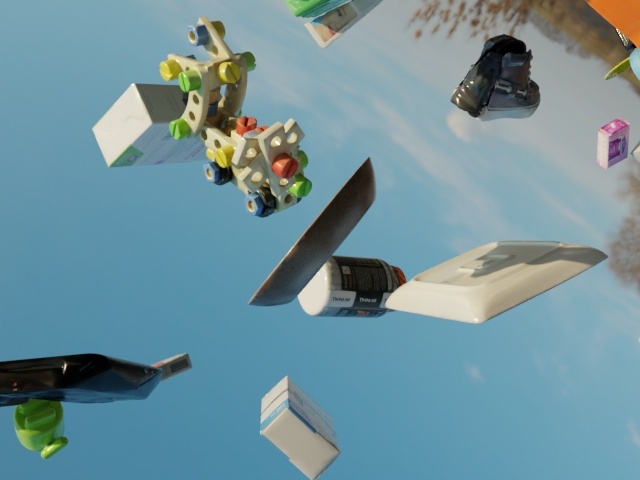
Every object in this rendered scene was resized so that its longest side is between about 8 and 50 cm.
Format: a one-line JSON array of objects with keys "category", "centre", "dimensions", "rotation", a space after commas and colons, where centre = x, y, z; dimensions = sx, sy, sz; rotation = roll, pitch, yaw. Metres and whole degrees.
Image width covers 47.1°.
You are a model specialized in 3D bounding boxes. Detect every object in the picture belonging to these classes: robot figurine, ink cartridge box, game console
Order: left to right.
[{"category": "game console", "centre": [-0.392, 0.182, 0.909], "dimensions": [0.213, 0.361, 0.044], "rotation": [55, -151, -71]}, {"category": "robot figurine", "centre": [-0.403, 0.260, 1.053], "dimensions": [0.067, 0.115, 0.101], "rotation": [-21, -116, -28]}, {"category": "ink cartridge box", "centre": [-0.397, 0.304, 1.695], "dimensions": [0.145, 0.179, 0.045], "rotation": [-19, -86, -36]}, {"category": "ink cartridge box", "centre": [-0.372, -0.295, 1.885], "dimensions": [0.353, 0.207, 0.119], "rotation": [-12, -108, -53]}, {"category": "ink cartridge box", "centre": [-0.042, 0.361, 1.434], "dimensions": [0.139, 0.082, 0.190], "rotation": [44, -176, -7]}]

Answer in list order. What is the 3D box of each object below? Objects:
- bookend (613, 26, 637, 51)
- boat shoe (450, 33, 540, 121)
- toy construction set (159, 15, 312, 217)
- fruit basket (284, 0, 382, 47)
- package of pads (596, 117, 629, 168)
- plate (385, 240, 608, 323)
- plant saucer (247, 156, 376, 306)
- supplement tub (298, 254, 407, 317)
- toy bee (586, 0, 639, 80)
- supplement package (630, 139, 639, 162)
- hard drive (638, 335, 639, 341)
[{"category": "bookend", "centre": [0.486, -0.397, 1.095], "dimensions": [0.157, 0.072, 0.156], "rotation": [94, 158, -72]}, {"category": "boat shoe", "centre": [0.420, -0.357, 1.590], "dimensions": [0.127, 0.158, 0.340], "rotation": [40, -146, 19]}, {"category": "toy construction set", "centre": [-0.106, -0.156, 1.036], "dimensions": [0.151, 0.215, 0.327], "rotation": [-14, -137, -26]}, {"category": "fruit basket", "centre": [0.040, -0.570, 1.276], "dimensions": [0.327, 0.353, 0.165], "rotation": [56, -149, -2]}, {"category": "package of pads", "centre": [0.512, -0.169, 1.287], "dimensions": [0.032, 0.050, 0.083], "rotation": [52, 168, 43]}, {"category": "plate", "centre": [0.279, 0.055, 1.225], "dimensions": [0.278, 0.277, 0.045], "rotation": [-22, -80, -24]}, {"category": "plant saucer", "centre": [0.000, 0.000, 0.765], "dimensions": [0.036, 0.198, 0.198], "rotation": [40, -154, 1]}, {"category": "supplement tub", "centre": [0.062, 0.087, 1.383], "dimensions": [0.190, 0.117, 0.117], "rotation": [5, -141, -31]}, {"category": "toy bee", "centre": [0.456, -0.242, 0.926], "dimensions": [0.162, 0.195, 0.298], "rotation": [-47, -67, -44]}, {"category": "supplement package", "centre": [0.642, -0.193, 1.253], "dimensions": [0.105, 0.179, 0.105], "rotation": [38, 174, -4]}, {"category": "hard drive", "centre": [0.487, 0.081, 0.686], "dimensions": [0.307, 0.040, 0.203], "rotation": [27, -113, 18]}]
